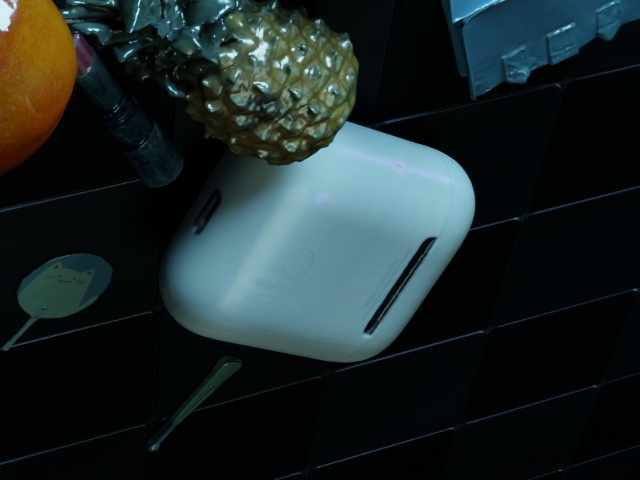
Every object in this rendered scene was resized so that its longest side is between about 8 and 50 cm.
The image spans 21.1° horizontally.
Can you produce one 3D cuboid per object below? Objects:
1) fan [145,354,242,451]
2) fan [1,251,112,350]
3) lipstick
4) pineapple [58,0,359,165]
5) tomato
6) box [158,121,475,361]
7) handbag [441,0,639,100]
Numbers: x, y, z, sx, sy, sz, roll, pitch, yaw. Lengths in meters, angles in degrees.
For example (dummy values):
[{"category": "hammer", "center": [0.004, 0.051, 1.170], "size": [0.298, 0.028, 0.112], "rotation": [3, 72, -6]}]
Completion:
[{"category": "fan", "center": [-0.169, 0.216, 2.264], "size": [0.038, 0.016, 0.193], "rotation": [12, 130, -46]}, {"category": "fan", "center": [-0.313, 0.072, 1.982], "size": [0.175, 0.005, 0.113], "rotation": [-45, 143, 23]}, {"category": "lipstick", "center": [-0.204, -0.138, 1.739], "size": [0.053, 0.053, 0.234], "rotation": [-28, 144, 2]}, {"category": "pineapple", "center": [-0.117, -0.188, 1.653], "size": [0.340, 0.169, 0.169], "rotation": [22, 123, -41]}, {"category": "tomato", "center": [-0.337, -0.142, 1.493], "size": [0.260, 0.180, 0.259], "rotation": [5, 144, 3]}, {"category": "box", "center": [0.001, 0.001, 1.952], "size": [0.349, 0.141, 0.288], "rotation": [14, 115, -44]}, {"category": "handbag", "center": [0.250, -0.255, 1.881], "size": [0.229, 0.062, 0.179], "rotation": [-26, 149, -2]}]
